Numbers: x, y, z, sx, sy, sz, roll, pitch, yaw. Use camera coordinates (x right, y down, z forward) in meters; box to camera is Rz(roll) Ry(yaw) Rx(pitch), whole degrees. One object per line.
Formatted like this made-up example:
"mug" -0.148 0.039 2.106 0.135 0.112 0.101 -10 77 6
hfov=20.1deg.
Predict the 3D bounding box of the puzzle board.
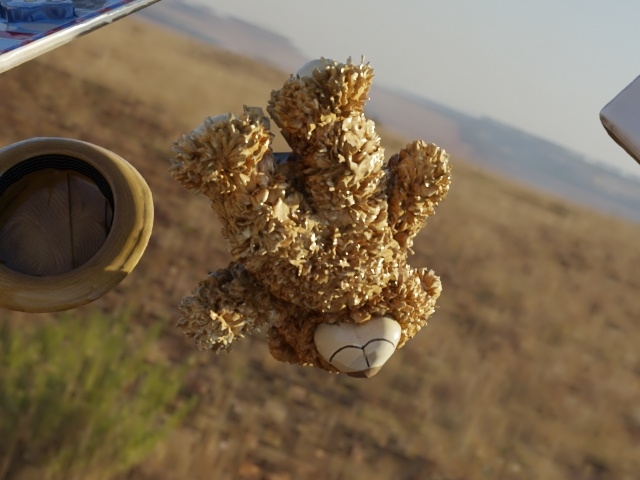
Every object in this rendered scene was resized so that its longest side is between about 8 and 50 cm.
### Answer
"puzzle board" -0.129 -0.078 0.603 0.128 0.011 0.096 11 28 31

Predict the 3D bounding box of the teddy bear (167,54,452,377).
"teddy bear" 0.000 0.000 1.444 0.245 0.338 0.113 -22 44 -25

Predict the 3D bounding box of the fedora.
"fedora" -0.235 -0.001 1.574 0.194 0.194 0.079 23 -36 15

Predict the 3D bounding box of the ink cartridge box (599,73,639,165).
"ink cartridge box" 0.363 -0.136 1.087 0.176 0.371 0.069 51 10 29
